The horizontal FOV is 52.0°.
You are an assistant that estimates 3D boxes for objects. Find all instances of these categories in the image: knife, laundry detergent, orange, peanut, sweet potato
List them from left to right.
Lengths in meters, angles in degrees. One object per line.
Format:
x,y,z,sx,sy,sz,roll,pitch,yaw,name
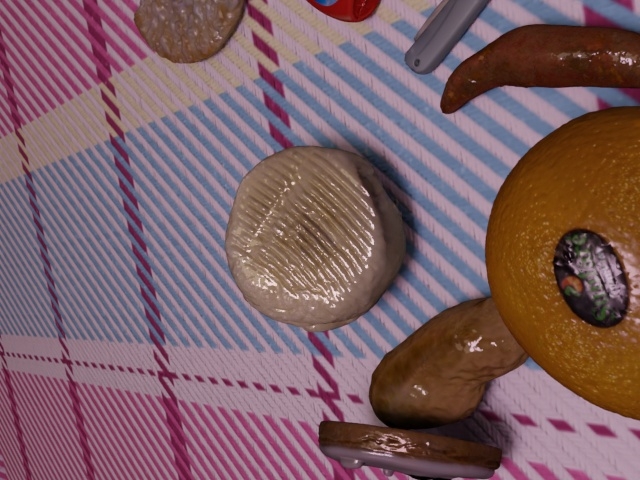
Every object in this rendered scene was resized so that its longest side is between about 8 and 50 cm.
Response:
0.003,-0.321,0.761,0.165,0.049,0.097,40,119,33,laundry detergent
0.139,0.136,0.709,0.108,0.095,0.226,46,127,7,peanut
0.139,-0.236,0.664,0.162,0.023,0.044,-51,61,40,knife
0.204,-0.159,0.596,0.255,0.058,0.078,7,126,48,sweet potato
0.237,0.014,0.493,0.236,0.236,0.236,13,109,43,orange

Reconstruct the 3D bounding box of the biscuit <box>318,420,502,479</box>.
0.093,0.236,0.723,0.208,0.181,0.049,-5,68,42,biscuit

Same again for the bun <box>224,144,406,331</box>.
0.000,0.000,0.783,0.220,0.134,0.220,0,90,19,bun

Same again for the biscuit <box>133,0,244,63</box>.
-0.196,-0.356,0.959,0.265,0.040,0.188,8,106,43,biscuit
